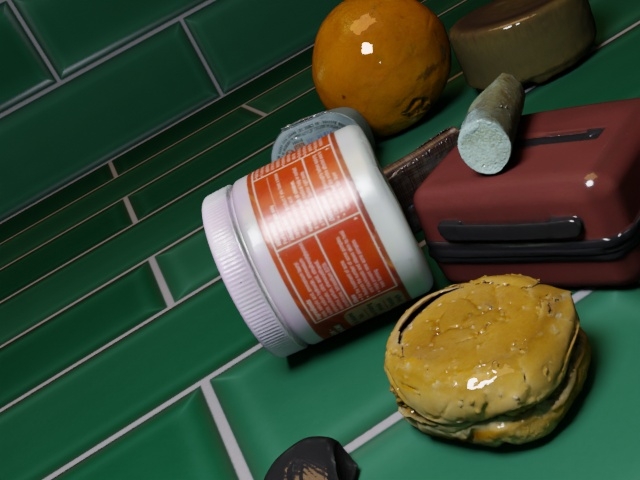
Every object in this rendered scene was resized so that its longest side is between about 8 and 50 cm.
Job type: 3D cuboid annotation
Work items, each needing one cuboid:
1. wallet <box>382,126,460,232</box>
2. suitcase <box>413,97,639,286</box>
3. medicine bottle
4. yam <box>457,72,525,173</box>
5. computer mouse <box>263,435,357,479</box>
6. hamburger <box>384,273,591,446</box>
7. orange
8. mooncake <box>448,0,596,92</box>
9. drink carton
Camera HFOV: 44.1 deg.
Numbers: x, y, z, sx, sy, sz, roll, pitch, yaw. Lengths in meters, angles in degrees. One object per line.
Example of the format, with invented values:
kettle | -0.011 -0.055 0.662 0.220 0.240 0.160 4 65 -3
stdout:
wallet | 0.139 -0.074 1.251 0.230 0.124 0.042 -32 27 -9
suitcase | 0.287 -0.056 0.996 0.297 0.161 0.236 -1 35 46
medicine bottle | 0.000 0.000 1.082 0.240 0.253 0.252 -25 22 7
yam | 0.214 -0.150 0.977 0.068 0.068 0.169 -16 26 28
computer mouse | -0.017 0.256 0.802 0.099 0.057 0.172 -20 27 15
hamburger | 0.169 0.124 0.823 0.213 0.108 0.214 -19 26 10
orange | 0.129 -0.380 1.698 0.312 0.312 0.312 -24 22 10
mooncake | 0.420 -0.419 1.636 0.284 0.156 0.284 -23 21 9
drink carton | 0.027 -0.172 1.535 0.185 0.191 0.189 -20 17 23
